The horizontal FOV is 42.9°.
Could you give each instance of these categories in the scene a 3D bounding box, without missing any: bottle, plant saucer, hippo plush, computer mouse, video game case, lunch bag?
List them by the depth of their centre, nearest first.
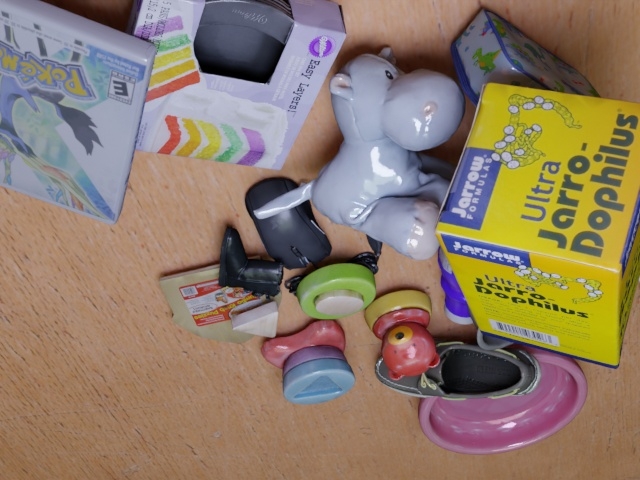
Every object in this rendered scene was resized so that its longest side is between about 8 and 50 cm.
[{"bbox_3d":[-0.383,-0.173,0.989,0.329,0.036,0.300,20,137,-7],"label":"video game case"},{"bbox_3d":[0.274,-0.195,1.053,0.219,0.176,0.090,26,126,-26],"label":"lunch bag"},{"bbox_3d":[0.096,-0.137,1.100,0.294,0.234,0.237,17,119,27],"label":"hippo plush"},{"bbox_3d":[0.000,0.000,1.278,0.184,0.060,0.262,-16,134,8],"label":"computer mouse"},{"bbox_3d":[0.249,0.021,1.312,0.118,0.092,0.283,-4,134,-7],"label":"bottle"},{"bbox_3d":[0.352,0.301,1.607,0.332,0.084,0.332,-4,135,-4],"label":"plant saucer"}]

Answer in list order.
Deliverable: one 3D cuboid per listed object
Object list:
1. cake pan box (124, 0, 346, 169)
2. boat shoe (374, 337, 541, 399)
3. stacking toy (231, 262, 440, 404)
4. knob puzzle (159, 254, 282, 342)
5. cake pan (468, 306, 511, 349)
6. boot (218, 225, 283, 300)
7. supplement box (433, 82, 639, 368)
[{"bbox_3d":[-0.124,-0.208,1.016,0.245,0.070,0.267,5,142,-24],"label":"cake pan box"},{"bbox_3d":[0.229,0.228,1.444,0.305,0.109,0.091,-2,171,26],"label":"boat shoe"},{"bbox_3d":[0.027,0.180,1.371,0.309,0.130,0.279,-29,143,21],"label":"stacking toy"},{"bbox_3d":[-0.158,0.104,1.376,0.213,0.030,0.213,-5,134,-5],"label":"knob puzzle"},{"bbox_3d":[0.353,0.059,1.314,0.293,0.054,0.293,-28,147,-19],"label":"cake pan"},{"bbox_3d":[-0.105,0.036,1.263,0.099,0.045,0.121,10,126,2],"label":"boot"},{"bbox_3d":[0.287,-0.003,0.989,0.195,0.194,0.356,13,162,25],"label":"supplement box"}]
